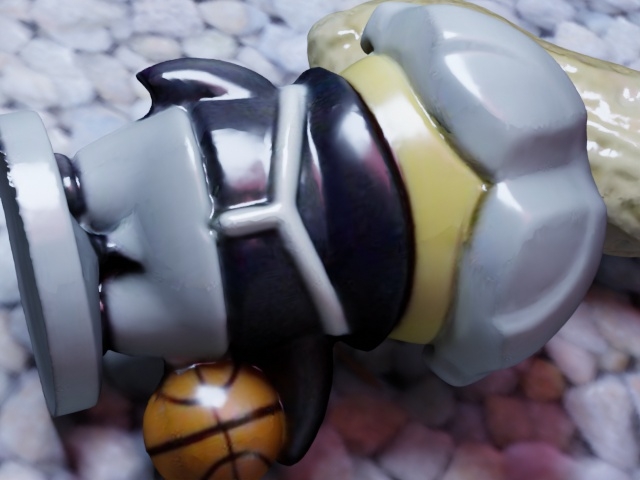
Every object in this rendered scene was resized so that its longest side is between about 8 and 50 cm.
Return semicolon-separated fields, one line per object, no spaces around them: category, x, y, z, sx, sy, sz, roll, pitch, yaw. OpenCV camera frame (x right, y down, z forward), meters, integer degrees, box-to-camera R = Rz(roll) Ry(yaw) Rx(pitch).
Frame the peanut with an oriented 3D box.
peanut;0.092;-0.057;0.725;0.214;0.090;0.098;25;6;7

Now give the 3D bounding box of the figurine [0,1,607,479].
figurine;0.000;0.000;0.607;0.236;0.133;0.176;-13;93;-14
